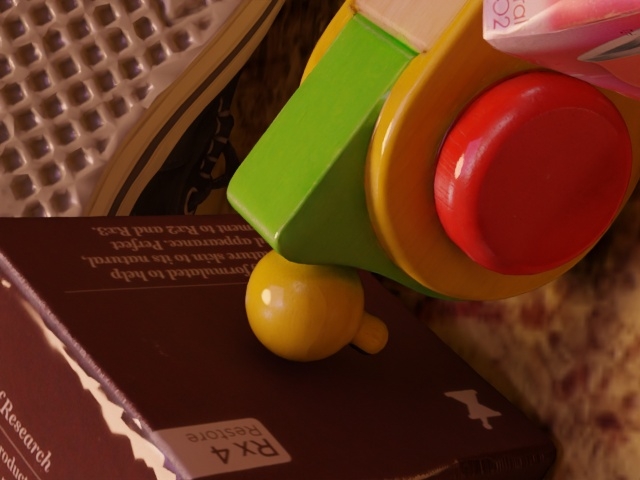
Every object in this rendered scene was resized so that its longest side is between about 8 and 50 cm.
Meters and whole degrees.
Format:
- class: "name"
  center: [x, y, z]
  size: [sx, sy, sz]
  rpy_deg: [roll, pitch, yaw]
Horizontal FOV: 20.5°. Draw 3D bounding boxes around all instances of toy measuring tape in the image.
- class: "toy measuring tape"
  center: [0.091, -0.087, 0.603]
  size: [0.330, 0.121, 0.121]
  rpy_deg: [-53, 36, 5]

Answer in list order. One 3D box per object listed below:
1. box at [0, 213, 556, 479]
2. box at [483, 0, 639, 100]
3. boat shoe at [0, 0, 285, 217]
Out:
- class: "box"
  center: [-0.054, 0.117, 0.671]
  size: [0.167, 0.168, 0.203]
  rpy_deg: [43, 121, 38]
- class: "box"
  center: [0.141, -0.187, 0.438]
  size: [0.154, 0.142, 0.300]
  rpy_deg: [-7, 77, 43]
- class: "boat shoe"
  center: [-0.130, -0.063, 0.828]
  size: [0.156, 0.187, 0.500]
  rpy_deg: [107, -176, -86]
